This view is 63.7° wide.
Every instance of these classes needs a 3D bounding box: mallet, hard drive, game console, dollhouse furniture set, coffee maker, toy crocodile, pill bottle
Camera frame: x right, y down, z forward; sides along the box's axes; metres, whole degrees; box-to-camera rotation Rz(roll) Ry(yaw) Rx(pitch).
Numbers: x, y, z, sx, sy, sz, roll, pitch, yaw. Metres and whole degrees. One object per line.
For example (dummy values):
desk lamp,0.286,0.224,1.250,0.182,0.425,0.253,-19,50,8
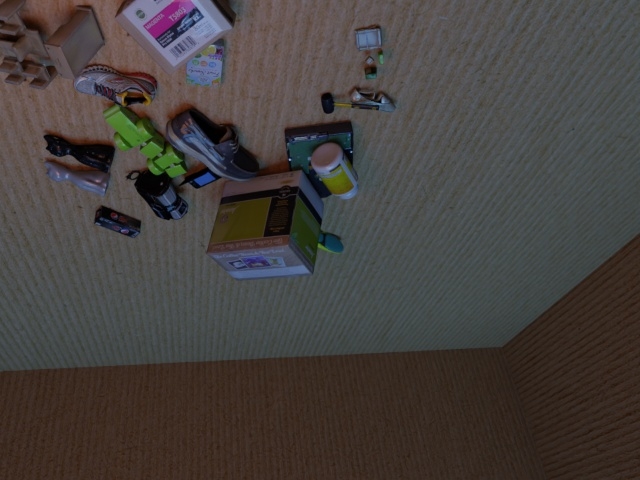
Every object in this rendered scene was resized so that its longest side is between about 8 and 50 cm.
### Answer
mallet,0.093,-0.425,1.649,0.189,0.039,0.062,13,150,10
hard drive,0.000,-0.280,1.877,0.236,0.064,0.339,-8,147,-2
game console,-0.433,-0.215,1.864,0.122,0.071,0.107,-21,145,18
dollhouse furniture set,0.147,-0.562,1.527,0.076,0.059,0.152,-6,128,8
coffee maker,-0.582,-0.170,1.866,0.120,0.171,0.178,-43,154,-15
dollhouse furniture set,-0.716,-0.521,1.321,0.241,0.161,0.212,13,147,7
toy crocodile,-0.553,-0.317,1.670,0.115,0.105,0.340,-27,139,19
pill bottle,0.058,-0.235,1.796,0.117,0.117,0.215,-20,145,16

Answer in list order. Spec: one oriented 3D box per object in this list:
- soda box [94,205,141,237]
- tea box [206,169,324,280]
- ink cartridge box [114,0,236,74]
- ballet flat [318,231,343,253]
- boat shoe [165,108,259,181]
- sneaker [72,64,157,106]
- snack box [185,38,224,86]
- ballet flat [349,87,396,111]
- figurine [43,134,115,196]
soda box,-0.788,-0.071,2.007,0.053,0.060,0.168,-33,139,30
tea box,-0.191,-0.049,1.873,0.328,0.324,0.220,-5,146,24
ink cartridge box,-0.364,-0.568,1.306,0.234,0.088,0.193,-26,132,24
ballet flat,0.000,0.000,2.303,0.230,0.077,0.077,24,156,-36
boat shoe,-0.330,-0.309,1.696,0.130,0.133,0.355,-33,141,32
sneaker,-0.588,-0.437,1.475,0.225,0.093,0.088,1,145,-13
snack box,-0.332,-0.511,1.475,0.100,0.037,0.141,3,144,-15
ballet flat,0.178,-0.455,1.667,0.168,0.057,0.052,5,134,-21
figurine,-0.812,-0.252,1.721,0.209,0.092,0.215,15,141,-19
